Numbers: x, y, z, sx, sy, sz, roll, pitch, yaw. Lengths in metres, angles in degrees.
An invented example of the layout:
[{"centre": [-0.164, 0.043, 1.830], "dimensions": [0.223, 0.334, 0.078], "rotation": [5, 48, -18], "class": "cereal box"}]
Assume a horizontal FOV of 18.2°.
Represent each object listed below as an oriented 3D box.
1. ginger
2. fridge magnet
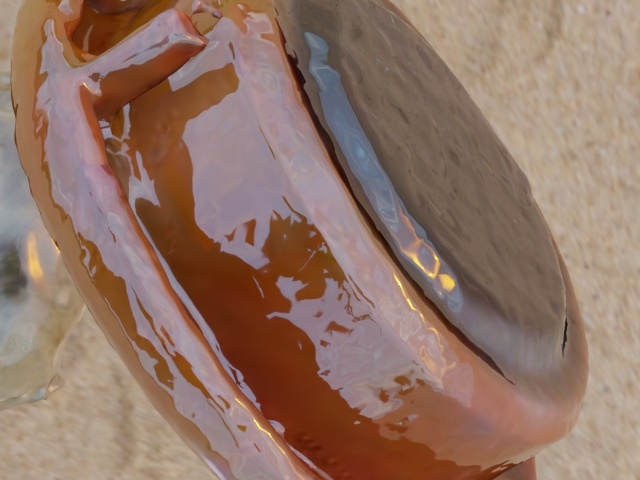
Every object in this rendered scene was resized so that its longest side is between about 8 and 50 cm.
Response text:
[{"centre": [-0.296, -0.021, 1.366], "dimensions": [0.304, 0.155, 0.244], "rotation": [18, 81, -15], "class": "ginger"}, {"centre": [0.000, 0.000, 0.938], "dimensions": [0.155, 0.363, 0.363], "rotation": [-33, 69, 21], "class": "fridge magnet"}]
